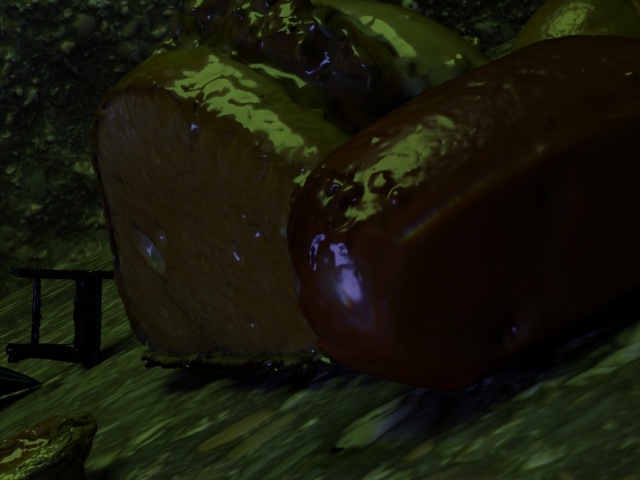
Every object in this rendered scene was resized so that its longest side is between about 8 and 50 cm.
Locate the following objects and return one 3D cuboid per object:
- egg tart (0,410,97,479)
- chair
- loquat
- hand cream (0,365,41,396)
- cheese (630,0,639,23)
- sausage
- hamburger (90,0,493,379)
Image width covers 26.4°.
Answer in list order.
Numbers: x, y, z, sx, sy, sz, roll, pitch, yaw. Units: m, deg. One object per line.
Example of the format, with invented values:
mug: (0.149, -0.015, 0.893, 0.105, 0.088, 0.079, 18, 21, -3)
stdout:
egg tart: (-0.208, 0.165, 0.943, 0.130, 0.052, 0.130, -24, 8, 3)
chair: (-0.232, 0.076, 1.522, 0.229, 0.113, 0.106, 1, 1, -14)
loquat: (0.243, -0.152, 1.249, 0.204, 0.149, 0.172, -39, 5, 15)
hand cream: (-0.444, 0.131, 1.469, 0.270, 0.061, 0.120, 21, -30, -40)
cheese: (0.207, -0.056, 0.592, 0.093, 0.171, 0.126, -24, 7, 11)
sausage: (0.106, -0.021, 0.759, 0.268, 0.153, 0.141, -28, 20, -17)
hamburger: (-0.018, -0.068, 1.042, 0.268, 0.287, 0.445, -28, 9, -26)
